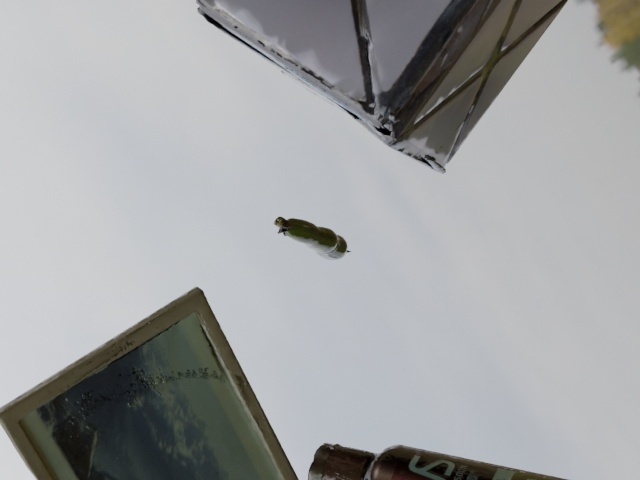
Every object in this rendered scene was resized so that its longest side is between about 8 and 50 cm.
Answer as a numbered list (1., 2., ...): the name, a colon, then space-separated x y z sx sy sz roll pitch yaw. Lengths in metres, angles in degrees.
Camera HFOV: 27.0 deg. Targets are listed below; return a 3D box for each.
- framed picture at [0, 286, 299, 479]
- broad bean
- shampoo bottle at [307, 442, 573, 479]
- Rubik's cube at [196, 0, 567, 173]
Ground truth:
1. framed picture: -0.161 0.248 1.421 0.022 0.247 0.335 26 144 61
2. broad bean: 0.001 0.000 2.201 0.297 0.060 0.043 30 -120 -68
3. shampoo bottle: 0.147 0.285 1.447 0.129 0.323 0.084 -51 -35 -52
4. Rubik's cube: 0.081 -0.288 1.564 0.307 0.310 0.305 37 -172 16
